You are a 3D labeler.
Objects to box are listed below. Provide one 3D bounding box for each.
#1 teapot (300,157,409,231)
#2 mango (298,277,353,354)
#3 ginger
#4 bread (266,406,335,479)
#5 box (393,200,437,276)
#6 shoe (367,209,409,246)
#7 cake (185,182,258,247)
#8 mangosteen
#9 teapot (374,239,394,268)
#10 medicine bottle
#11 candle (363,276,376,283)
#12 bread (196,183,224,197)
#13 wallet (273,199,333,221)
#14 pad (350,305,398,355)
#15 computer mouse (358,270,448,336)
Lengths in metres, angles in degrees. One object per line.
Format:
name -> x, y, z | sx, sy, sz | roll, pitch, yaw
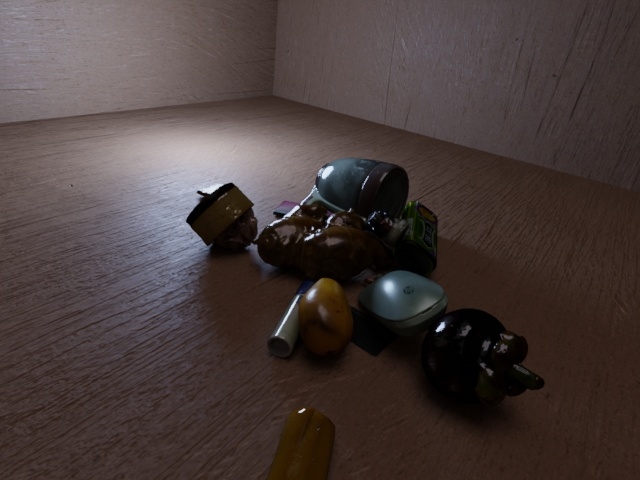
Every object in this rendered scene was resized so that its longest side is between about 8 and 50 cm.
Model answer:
teapot -> 0.093, -0.147, 1.449 | 0.312, 0.233, 0.315 | 22, 58, 36
mango -> 0.016, 0.163, 0.949 | 0.112, 0.145, 0.219 | -22, 22, 19
ginger -> 0.009, 0.005, 1.221 | 0.357, 0.153, 0.274 | 15, 32, 17
bread -> -0.035, 0.359, 0.648 | 0.092, 0.074, 0.239 | 6, 27, 9
box -> 0.315, -0.013, 1.376 | 0.134, 0.097, 0.345 | 37, 29, -4
shoe -> 0.197, -0.050, 1.277 | 0.112, 0.099, 0.227 | 35, 7, -3
cake -> -0.274, -0.049, 1.257 | 0.178, 0.185, 0.207 | 50, 14, 1
mangosteen -> 0.314, 0.235, 0.829 | 0.194, 0.194, 0.230 | -12, 12, -32
teapot -> 0.167, 0.033, 1.289 | 0.129, 0.078, 0.098 | 21, 31, 24
medicine bottle -> -0.057, 0.177, 0.991 | 0.059, 0.059, 0.231 | 13, 29, 10
candle -> 0.201, 0.118, 1.175 | 0.162, 0.053, 0.048 | 7, 23, 4
bread -> -0.390, -0.181, 1.594 | 0.126, 0.044, 0.129 | 15, 31, 29
wallet -> -0.045, -0.100, 1.541 | 0.232, 0.025, 0.119 | 13, 30, 10
pad -> 0.098, 0.214, 1.020 | 0.157, 0.003, 0.112 | 26, 33, 32
computer mouse -> 0.186, 0.127, 1.008 | 0.159, 0.097, 0.288 | -30, 21, -8
